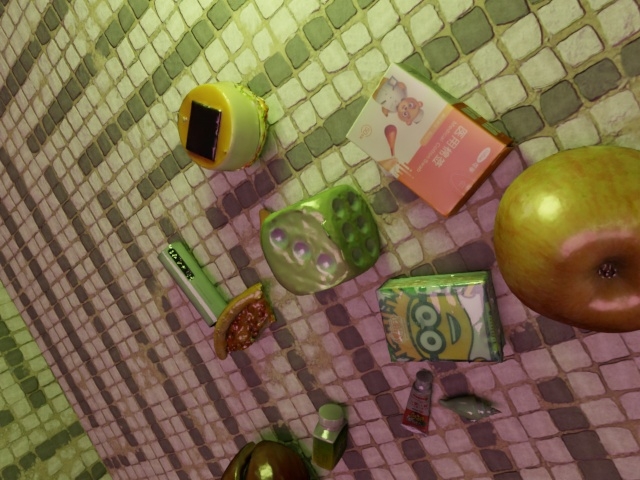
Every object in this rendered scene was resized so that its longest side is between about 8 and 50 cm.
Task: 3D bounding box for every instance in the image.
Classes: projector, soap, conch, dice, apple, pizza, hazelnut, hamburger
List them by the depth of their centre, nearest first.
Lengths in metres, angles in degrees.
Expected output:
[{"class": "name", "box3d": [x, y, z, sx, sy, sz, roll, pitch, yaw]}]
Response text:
[{"class": "apple", "box3d": [0.558, 0.001, 0.916, 0.390, 0.346, 0.392, 9, 113, 22]}, {"class": "dice", "box3d": [0.000, 0.000, 1.280, 0.249, 0.254, 0.252, -21, 96, 35]}, {"class": "conch", "box3d": [0.437, 0.488, 1.309, 0.180, 0.088, 0.065, -3, 60, 36]}, {"class": "hamburger", "box3d": [-0.293, -0.345, 1.381, 0.294, 0.179, 0.276, 22, 112, 25]}, {"class": "soap", "box3d": [-0.165, -0.025, 1.493, 0.089, 0.033, 0.169, 10, 110, 24]}, {"class": "pizza", "box3d": [-0.272, 0.298, 1.598, 0.182, 0.074, 0.365, 31, 113, -17]}, {"class": "hazelnut", "box3d": [-0.220, 0.938, 1.652, 0.358, 0.359, 0.410, 21, 107, 22]}, {"class": "projector", "box3d": [-0.469, 0.162, 1.680, 0.108, 0.108, 0.338, -42, 83, 32]}]

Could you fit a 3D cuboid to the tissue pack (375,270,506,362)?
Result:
[{"class": "tissue pack", "box3d": [0.326, 0.214, 1.237, 0.310, 0.128, 0.228, -9, 99, 31]}]

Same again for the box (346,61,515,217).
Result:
[{"class": "box", "box3d": [0.269, -0.249, 1.118, 0.341, 0.143, 0.225, 41, 121, 11]}]

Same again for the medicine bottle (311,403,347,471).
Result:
[{"class": "medicine bottle", "box3d": [0.033, 0.664, 1.540, 0.088, 0.132, 0.189, 11, 110, 26]}]

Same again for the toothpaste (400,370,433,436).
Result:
[{"class": "toothpaste", "box3d": [0.305, 0.508, 1.392, 0.089, 0.057, 0.234, 15, 120, 23]}]
